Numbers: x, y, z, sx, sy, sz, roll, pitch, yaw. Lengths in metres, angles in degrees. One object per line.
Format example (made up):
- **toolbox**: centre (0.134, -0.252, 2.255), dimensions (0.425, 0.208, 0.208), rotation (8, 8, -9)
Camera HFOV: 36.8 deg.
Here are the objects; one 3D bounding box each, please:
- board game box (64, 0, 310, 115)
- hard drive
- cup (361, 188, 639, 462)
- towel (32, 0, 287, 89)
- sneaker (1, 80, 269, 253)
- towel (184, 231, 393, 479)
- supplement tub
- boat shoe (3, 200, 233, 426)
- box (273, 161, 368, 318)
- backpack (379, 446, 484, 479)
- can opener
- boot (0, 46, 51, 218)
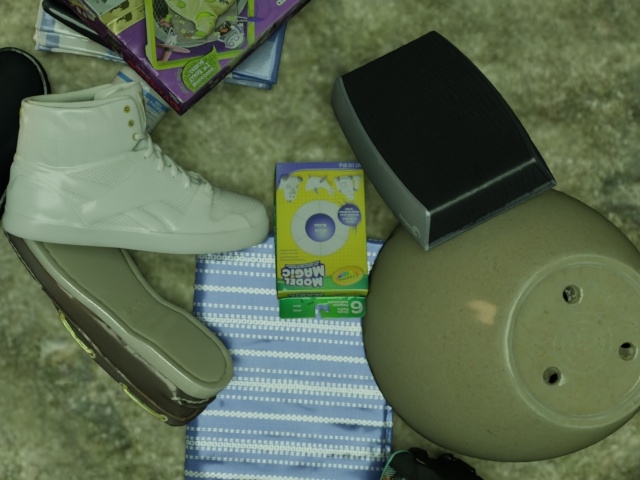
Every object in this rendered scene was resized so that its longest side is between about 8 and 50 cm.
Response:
- **board game box**: centre (-0.101, -0.322, 1.047), dimensions (0.208, 0.056, 0.347), rotation (44, 72, 3)
- **hard drive**: centre (0.122, -0.121, 1.043), dimensions (0.172, 0.054, 0.254), rotation (-27, 52, -2)
- **cup**: centre (0.229, 0.093, 1.021), dimensions (0.331, 0.237, 0.330), rotation (0, 91, -9)
- **towel**: centre (-0.173, -0.295, 1.102), dimensions (0.285, 0.034, 0.209), rotation (10, 91, -4)
- **sneaker**: centre (-0.178, -0.081, 1.025), dimensions (0.293, 0.108, 0.169), rotation (3, 108, -27)
- **towel**: centre (-0.032, 0.159, 1.131), dimensions (0.243, 0.040, 0.335), rotation (3, 90, -2)
- **supplement tub**: centre (-0.224, -0.137, 1.086), dimensions (0.071, 0.071, 0.107), rotation (36, 89, -4)
- **boat shoe**: centre (-0.242, 0.074, 1.074), dimensions (0.324, 0.116, 0.096), rotation (42, 122, 4)
- **box**: centre (0.000, 0.000, 1.091), dimensions (0.105, 0.043, 0.179), rotation (-1, 75, -2)
- **backpack**: centre (0.117, 0.348, 1.075), dimensions (0.144, 0.166, 0.188), rotation (38, 99, 39)
- **can opener**: centre (-0.217, -0.228, 1.060), dimensions (0.186, 0.073, 0.059), rotation (19, 134, -7)
- **boot**: centre (-0.371, -0.097, 1.010), dimensions (0.094, 0.207, 0.246), rotation (21, 90, -4)
